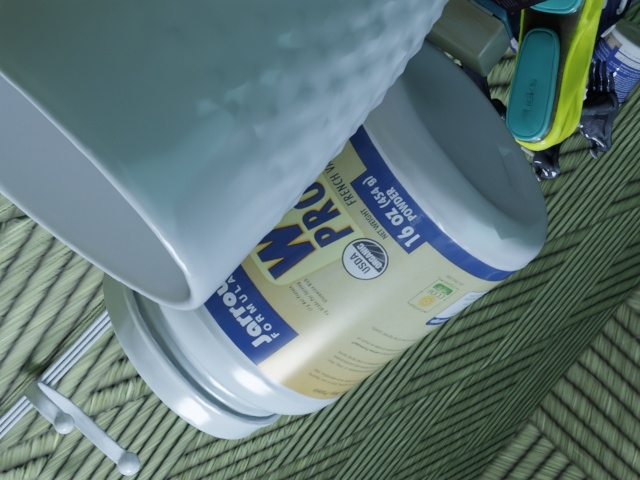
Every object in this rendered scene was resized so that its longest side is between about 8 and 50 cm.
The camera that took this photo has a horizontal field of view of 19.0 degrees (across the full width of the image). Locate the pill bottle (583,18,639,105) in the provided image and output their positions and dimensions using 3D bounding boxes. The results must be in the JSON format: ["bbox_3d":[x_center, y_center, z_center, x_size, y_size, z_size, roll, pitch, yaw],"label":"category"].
[{"bbox_3d":[0.341,-0.197,2.251,0.067,0.067,0.120,-21,150,-55],"label":"pill bottle"}]

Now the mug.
[{"bbox_3d":[-0.077,-0.174,1.032,0.328,0.276,0.374,-49,-165,-14],"label":"mug"}]

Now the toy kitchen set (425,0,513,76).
[{"bbox_3d":[0.109,-0.244,1.402,0.166,0.122,0.207,-53,164,-2],"label":"toy kitchen set"}]

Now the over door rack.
[{"bbox_3d":[-0.194,0.181,1.779,0.239,0.108,0.324,-45,164,0],"label":"over door rack"}]

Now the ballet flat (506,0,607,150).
[{"bbox_3d":[0.215,-0.192,1.673,0.077,0.077,0.231,-1,105,-48],"label":"ballet flat"}]

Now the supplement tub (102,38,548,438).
[{"bbox_3d":[0.000,0.000,1.550,0.316,0.228,0.228,-37,167,22],"label":"supplement tub"}]

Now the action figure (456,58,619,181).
[{"bbox_3d":[0.133,-0.116,1.765,0.275,0.141,0.164,-6,169,-34],"label":"action figure"}]

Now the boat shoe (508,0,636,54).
[{"bbox_3d":[0.241,-0.250,1.775,0.158,0.127,0.340,-53,164,-3],"label":"boat shoe"}]

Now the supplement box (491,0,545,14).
[{"bbox_3d":[0.156,-0.241,1.543,0.104,0.081,0.188,-43,-168,-17],"label":"supplement box"}]
